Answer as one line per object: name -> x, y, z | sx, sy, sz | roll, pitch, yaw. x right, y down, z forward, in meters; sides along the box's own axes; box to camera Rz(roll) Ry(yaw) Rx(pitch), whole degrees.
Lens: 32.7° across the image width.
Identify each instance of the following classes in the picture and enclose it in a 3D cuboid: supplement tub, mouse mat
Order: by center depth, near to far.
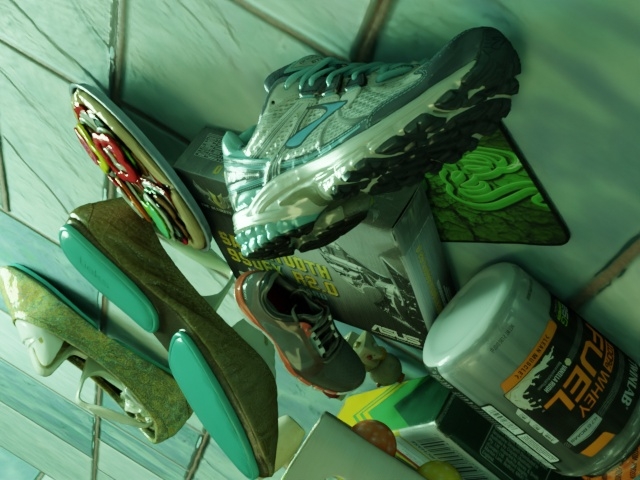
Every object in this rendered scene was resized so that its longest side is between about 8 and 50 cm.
mouse mat -> 0.090, -0.048, 0.862 | 0.190, 0.007, 0.152 | 0, 138, 45
supplement tub -> 0.189, 0.116, 0.906 | 0.190, 0.117, 0.117 | 38, 153, -11

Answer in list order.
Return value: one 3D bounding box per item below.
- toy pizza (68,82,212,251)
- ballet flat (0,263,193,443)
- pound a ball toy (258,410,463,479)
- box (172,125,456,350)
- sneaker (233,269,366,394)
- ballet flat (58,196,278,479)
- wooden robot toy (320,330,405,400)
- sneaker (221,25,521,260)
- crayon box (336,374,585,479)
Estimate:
toy pizza -> -0.177, -0.061, 1.024 | 0.201, 0.032, 0.201 | 45, 165, 16
ballet flat -> -0.337, 0.169, 1.554 | 0.349, 0.123, 0.123 | 36, 153, -7
pound a ball toy -> 0.075, 0.272, 1.129 | 0.319, 0.135, 0.208 | 33, 176, 4
box -> 0.000, 0.000, 0.972 | 0.231, 0.056, 0.183 | 17, 150, 30
sneaker -> -0.011, 0.086, 1.003 | 0.158, 0.061, 0.065 | 41, 148, -17
ballet flat -> -0.124, 0.079, 1.112 | 0.342, 0.124, 0.116 | 47, 150, 16
wooden robot toy -> 0.047, 0.141, 1.155 | 0.079, 0.076, 0.173 | 25, 154, -10
sneaker -> 0.013, -0.086, 0.769 | 0.283, 0.110, 0.122 | -32, 75, 43
crayon box -> 0.133, 0.250, 1.226 | 0.202, 0.081, 0.318 | 39, 152, -13
